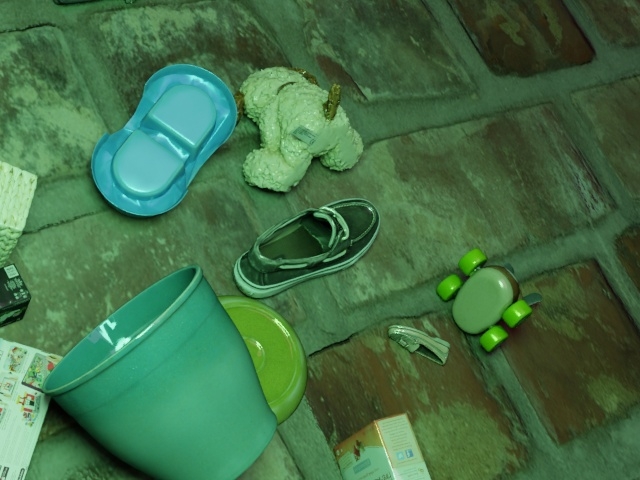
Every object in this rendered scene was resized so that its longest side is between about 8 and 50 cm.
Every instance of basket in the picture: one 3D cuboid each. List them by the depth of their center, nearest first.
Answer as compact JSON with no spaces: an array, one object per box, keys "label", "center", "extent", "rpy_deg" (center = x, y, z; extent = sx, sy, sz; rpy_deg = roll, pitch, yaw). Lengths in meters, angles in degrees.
[{"label":"basket","center":[-0.495,-0.036,1.351],"extent":[0.103,0.167,0.113],"rpy_deg":[19,56,-22]}]

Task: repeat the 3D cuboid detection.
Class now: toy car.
[{"label":"toy car","center":[0.344,0.097,1.727],"extent":[0.188,0.149,0.155],"rpy_deg":[-16,60,-45]}]

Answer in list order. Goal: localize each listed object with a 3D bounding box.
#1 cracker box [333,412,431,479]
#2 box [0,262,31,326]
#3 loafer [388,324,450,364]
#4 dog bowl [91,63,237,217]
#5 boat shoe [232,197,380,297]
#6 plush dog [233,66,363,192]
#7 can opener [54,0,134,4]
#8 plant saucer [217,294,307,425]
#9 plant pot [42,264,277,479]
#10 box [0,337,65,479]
[{"label":"cracker box","center":[0.112,0.402,1.410],"extent":[0.067,0.156,0.232],"rpy_deg":[-8,66,-30]},{"label":"box","center":[-0.467,0.083,1.345],"extent":[0.052,0.083,0.062],"rpy_deg":[-22,74,-36]},{"label":"loafer","center":[0.177,0.187,1.641],"extent":[0.125,0.045,0.039],"rpy_deg":[20,62,-19]},{"label":"dog bowl","center":[-0.267,-0.162,1.557],"extent":[0.166,0.074,0.297],"rpy_deg":[35,66,-6]},{"label":"boat shoe","center":[0.000,0.000,1.607],"extent":[0.335,0.119,0.121],"rpy_deg":[-31,79,-38]},{"label":"plush dog","center":[-0.059,-0.240,1.694],"extent":[0.262,0.210,0.225],"rpy_deg":[-25,53,-35]},{"label":"can opener","center":[-0.410,-0.469,1.715],"extent":[0.186,0.059,0.073],"rpy_deg":[-23,101,-25]},{"label":"plant saucer","center":[-0.125,0.192,1.487],"extent":[0.241,0.037,0.241],"rpy_deg":[13,58,-21]},{"label":"plant pot","center":[-0.203,0.216,1.299],"extent":[0.255,0.272,0.271],"rpy_deg":[53,51,-13]},{"label":"box","center":[-0.448,0.245,1.291],"extent":[0.114,0.036,0.207],"rpy_deg":[21,55,-15]}]
